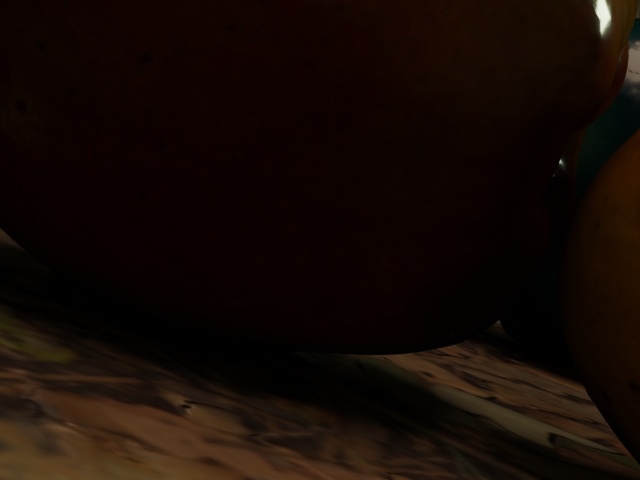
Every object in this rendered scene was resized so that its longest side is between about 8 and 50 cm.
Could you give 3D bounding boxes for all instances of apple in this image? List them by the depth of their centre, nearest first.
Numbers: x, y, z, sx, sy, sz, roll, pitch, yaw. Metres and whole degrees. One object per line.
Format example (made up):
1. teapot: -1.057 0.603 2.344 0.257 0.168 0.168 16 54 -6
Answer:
1. apple: -0.008 -0.074 0.478 0.234 0.234 0.234 19 4 -1

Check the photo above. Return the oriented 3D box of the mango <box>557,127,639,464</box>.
1. mango: 0.214 0.047 0.451 0.290 0.160 0.191 27 -7 -28

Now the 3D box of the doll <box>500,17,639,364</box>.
1. doll: 0.197 -0.021 0.821 0.186 0.199 0.322 -12 -14 40
